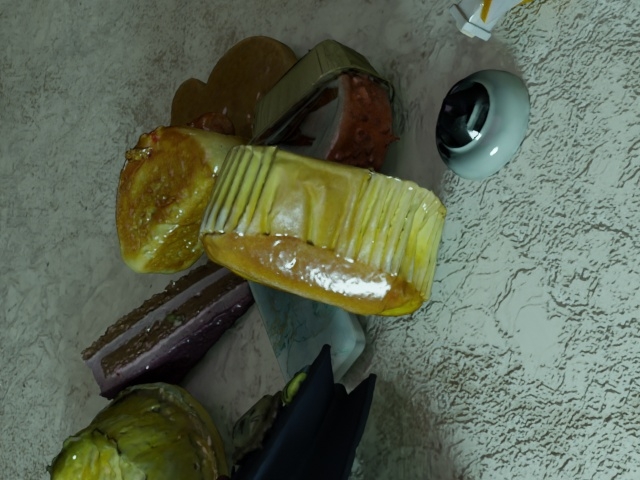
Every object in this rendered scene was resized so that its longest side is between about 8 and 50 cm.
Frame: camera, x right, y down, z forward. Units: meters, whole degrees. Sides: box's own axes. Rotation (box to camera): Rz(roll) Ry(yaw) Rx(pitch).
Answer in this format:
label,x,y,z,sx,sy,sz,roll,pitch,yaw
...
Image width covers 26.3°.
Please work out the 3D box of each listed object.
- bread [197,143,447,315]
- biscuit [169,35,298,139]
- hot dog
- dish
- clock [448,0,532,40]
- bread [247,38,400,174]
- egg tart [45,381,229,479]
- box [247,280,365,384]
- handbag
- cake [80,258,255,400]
label,x,y,z,sx,sy,sz,roll,pitch,yaw
bread,0.000,0.000,1.632,0.204,0.288,0.156,85,-159,-77
biscuit,-0.148,-0.158,2.075,0.355,0.052,0.275,-46,47,27
hot dog,-0.197,-0.080,1.954,0.256,0.150,0.153,-48,55,28
dish,0.173,-0.150,1.638,0.141,0.078,0.141,-27,53,44
clock,0.232,-0.399,1.605,0.309,0.166,0.235,-53,40,24
bread,-0.004,-0.143,1.808,0.224,0.142,0.212,-41,43,33
egg tart,-0.269,0.364,1.882,0.345,0.132,0.345,-5,83,42
box,-0.024,0.083,1.813,0.142,0.044,0.285,-54,38,27
handbag,-0.076,0.303,1.584,0.303,0.122,0.329,-53,5,36
cake,-0.203,0.132,1.999,0.295,0.113,0.116,-38,47,18
